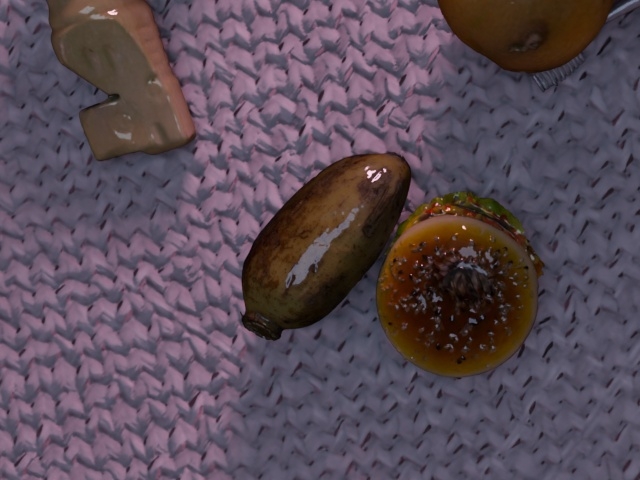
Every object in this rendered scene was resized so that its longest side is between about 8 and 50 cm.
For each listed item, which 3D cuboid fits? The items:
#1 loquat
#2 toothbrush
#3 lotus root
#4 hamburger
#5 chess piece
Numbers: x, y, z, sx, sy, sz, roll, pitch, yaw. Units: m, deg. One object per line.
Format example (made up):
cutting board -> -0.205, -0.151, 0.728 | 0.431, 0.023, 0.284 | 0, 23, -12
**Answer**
loquat -> 0.151, -0.193, 1.096 | 0.141, 0.141, 0.141 | 1, 93, 9
toothbrush -> 0.277, -0.205, 1.133 | 0.286, 0.020, 0.025 | -37, 96, 10
lotus root -> 0.000, 0.000, 1.153 | 0.080, 0.089, 0.179 | 38, 92, -14
hamburger -> 0.106, 0.035, 1.141 | 0.126, 0.081, 0.141 | 31, 98, 6
chess piece -> -0.168, -0.160, 1.181 | 0.090, 0.090, 0.200 | -18, 102, 9
